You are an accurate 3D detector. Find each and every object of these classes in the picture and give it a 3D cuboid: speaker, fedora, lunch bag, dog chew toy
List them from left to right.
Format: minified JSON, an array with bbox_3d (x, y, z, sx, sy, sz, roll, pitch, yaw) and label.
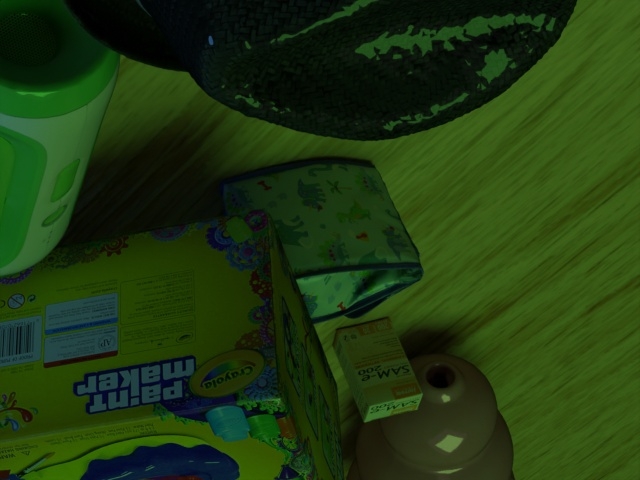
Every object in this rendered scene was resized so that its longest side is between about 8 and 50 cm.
[{"bbox_3d":[-0.218,-0.078,1.141,0.131,0.131,0.296,-10,160,-21],"label":"speaker"},{"bbox_3d":[0.000,0.000,1.447,0.151,0.129,0.096,-16,147,-12],"label":"lunch bag"},{"bbox_3d":[0.024,-0.156,0.928,0.334,0.152,0.334,-17,148,-11],"label":"fedora"},{"bbox_3d":[0.127,0.253,1.868,0.206,0.206,0.332,-16,141,-12],"label":"dog chew toy"}]

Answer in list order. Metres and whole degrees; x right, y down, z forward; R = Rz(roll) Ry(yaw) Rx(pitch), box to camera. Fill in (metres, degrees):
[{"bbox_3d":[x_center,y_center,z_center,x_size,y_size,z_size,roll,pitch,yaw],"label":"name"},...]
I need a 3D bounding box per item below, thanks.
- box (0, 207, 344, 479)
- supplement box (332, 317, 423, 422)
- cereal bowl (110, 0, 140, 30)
[{"bbox_3d":[-0.146,0.145,1.347,0.290,0.177,0.279,-11,144,8],"label":"box"},{"bbox_3d":[0.059,0.135,1.724,0.062,0.098,0.036,-13,147,-18],"label":"supplement box"},{"bbox_3d":[0.002,-0.262,1.034,0.339,0.141,0.339,-17,148,-11],"label":"cereal bowl"}]
